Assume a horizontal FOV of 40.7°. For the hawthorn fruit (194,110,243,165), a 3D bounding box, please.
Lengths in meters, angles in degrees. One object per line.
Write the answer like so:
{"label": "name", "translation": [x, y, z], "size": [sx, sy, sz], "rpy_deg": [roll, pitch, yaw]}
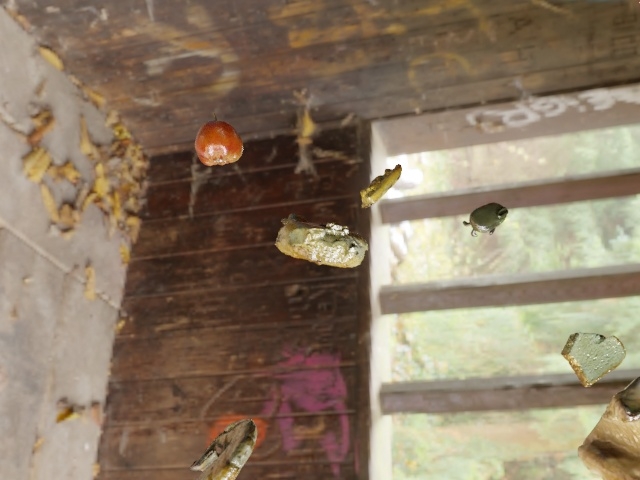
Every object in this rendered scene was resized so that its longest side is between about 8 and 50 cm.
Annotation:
{"label": "hawthorn fruit", "translation": [-0.260, -0.256, 2.222], "size": [0.140, 0.125, 0.125], "rpy_deg": [-67, 163, 2]}

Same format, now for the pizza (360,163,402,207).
{"label": "pizza", "translation": [0.123, -0.115, 1.839], "size": [0.036, 0.099, 0.160], "rpy_deg": [52, 43, -6]}

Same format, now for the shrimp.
{"label": "shrimp", "translation": [-0.258, 0.523, 1.880], "size": [0.071, 0.365, 0.233], "rpy_deg": [39, 20, -12]}

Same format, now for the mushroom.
{"label": "mushroom", "translation": [0.796, 0.498, 2.061], "size": [0.313, 0.224, 0.397], "rpy_deg": [50, -26, 22]}

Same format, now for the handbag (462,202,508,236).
{"label": "handbag", "translation": [0.393, -0.053, 2.011], "size": [0.072, 0.111, 0.047], "rpy_deg": [58, -23, 14]}

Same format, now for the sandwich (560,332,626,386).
{"label": "sandwich", "translation": [0.494, 0.201, 1.556], "size": [0.093, 0.105, 0.036], "rpy_deg": [61, -8, 7]}

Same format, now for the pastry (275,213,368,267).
{"label": "pastry", "translation": [0.005, 0.001, 2.378], "size": [0.236, 0.257, 0.120], "rpy_deg": [-89, -170, -87]}
